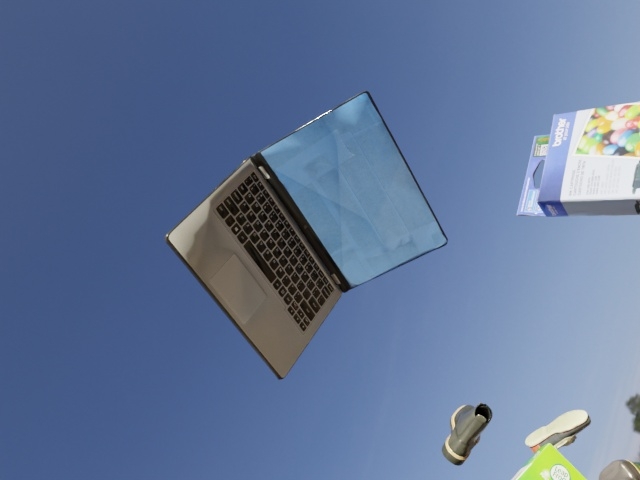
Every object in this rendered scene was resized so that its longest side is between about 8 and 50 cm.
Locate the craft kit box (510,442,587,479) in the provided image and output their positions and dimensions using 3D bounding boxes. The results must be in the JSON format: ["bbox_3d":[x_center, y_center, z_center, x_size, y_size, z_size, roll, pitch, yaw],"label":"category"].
[{"bbox_3d":[0.385,0.509,0.840,0.247,0.250,0.061,-33,-27,-24],"label":"craft kit box"}]

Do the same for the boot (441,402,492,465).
[{"bbox_3d":[0.349,0.398,1.172,0.137,0.077,0.198,-65,-13,24],"label":"boot"}]

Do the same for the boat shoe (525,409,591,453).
[{"bbox_3d":[0.450,0.363,0.979,0.137,0.043,0.049,-47,-4,31],"label":"boat shoe"}]

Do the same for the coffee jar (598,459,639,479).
[{"bbox_3d":[0.773,0.590,1.286,0.184,0.079,0.096,16,-61,-29],"label":"coffee jar"}]

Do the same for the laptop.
[{"bbox_3d":[0.000,0.000,1.022,0.382,0.236,0.408,56,-129,-23],"label":"laptop"}]

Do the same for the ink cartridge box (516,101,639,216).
[{"bbox_3d":[0.477,-0.131,0.844,0.065,0.311,0.186,36,-115,-38],"label":"ink cartridge box"}]
